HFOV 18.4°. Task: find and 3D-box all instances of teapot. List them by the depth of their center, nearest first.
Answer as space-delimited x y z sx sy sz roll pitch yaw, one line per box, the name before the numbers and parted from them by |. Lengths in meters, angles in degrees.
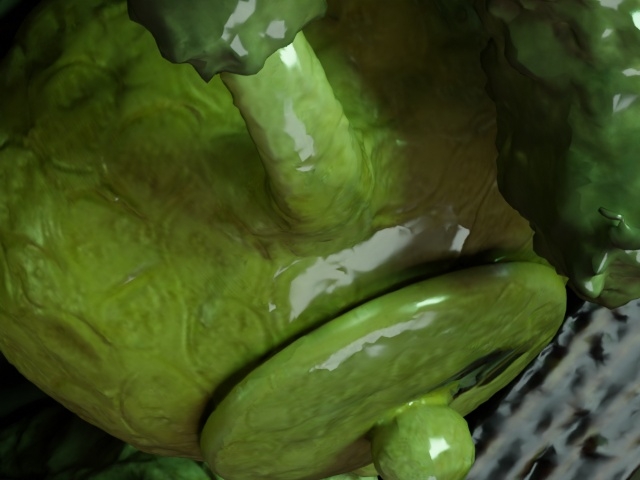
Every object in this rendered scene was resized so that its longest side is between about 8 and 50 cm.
teapot | 0.000 0.000 0.593 0.203 0.167 0.311 -26 157 -5

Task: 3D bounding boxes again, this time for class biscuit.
biscuit | 0.047 0.100 0.805 0.073 0.107 0.388 29 115 -20

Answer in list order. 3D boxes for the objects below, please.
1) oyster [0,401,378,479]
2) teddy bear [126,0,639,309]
oyster | -0.132 0.106 0.784 0.294 0.094 0.166 -3 164 -8
teddy bear | 0.072 -0.083 0.364 0.246 0.296 0.222 -14 -153 22
